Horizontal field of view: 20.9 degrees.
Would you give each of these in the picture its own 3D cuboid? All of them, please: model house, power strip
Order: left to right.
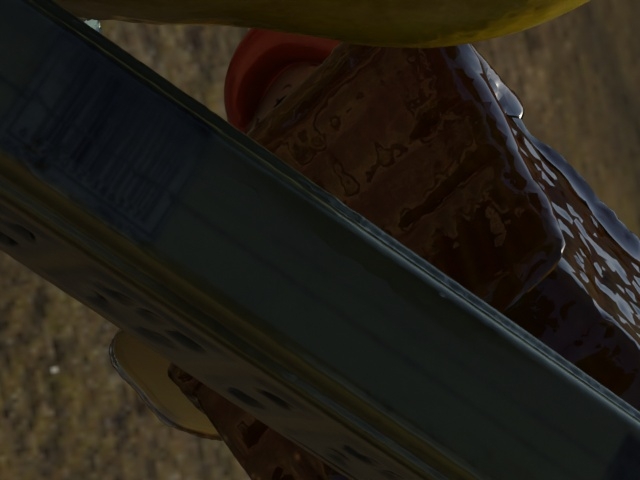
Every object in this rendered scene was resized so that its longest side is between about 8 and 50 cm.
[{"bbox_3d":[-0.007,0.028,0.537,0.387,0.092,0.066,34,73,-18],"label":"power strip"},{"bbox_3d":[0.045,0.030,0.779,0.229,0.199,0.219,50,8,-10],"label":"model house"}]

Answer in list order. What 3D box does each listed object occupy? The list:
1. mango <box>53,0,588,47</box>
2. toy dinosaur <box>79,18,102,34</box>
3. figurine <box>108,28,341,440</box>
[{"bbox_3d":[0.009,-0.142,0.545,0.130,0.262,0.167,-119,-156,-71],"label":"mango"},{"bbox_3d":[-0.225,-0.167,1.223,0.053,0.167,0.242,-55,141,-6],"label":"toy dinosaur"},{"bbox_3d":[-0.009,-0.004,1.060,0.208,0.181,0.257,47,46,-29],"label":"figurine"}]
